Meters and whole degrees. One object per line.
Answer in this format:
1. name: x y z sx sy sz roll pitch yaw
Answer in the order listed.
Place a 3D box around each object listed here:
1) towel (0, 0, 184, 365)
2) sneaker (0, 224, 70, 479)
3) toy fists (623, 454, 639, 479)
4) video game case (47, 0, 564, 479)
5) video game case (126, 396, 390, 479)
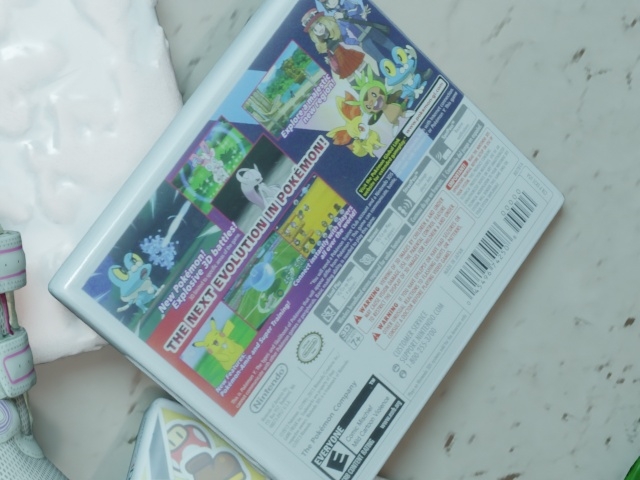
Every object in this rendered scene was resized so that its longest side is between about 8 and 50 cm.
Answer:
1. towel: -0.227 -0.086 0.877 0.317 0.053 0.332 -15 100 -11
2. sneaker: -0.163 0.034 0.826 0.111 0.103 0.252 -40 104 -5
3. toy fists: 0.279 0.083 0.995 0.142 0.096 0.279 41 87 -4
4. video game case: 0.000 0.000 0.922 0.183 0.023 0.201 43 74 -23
5. video game case: 0.003 0.200 0.917 0.227 0.026 0.206 21 54 -14
